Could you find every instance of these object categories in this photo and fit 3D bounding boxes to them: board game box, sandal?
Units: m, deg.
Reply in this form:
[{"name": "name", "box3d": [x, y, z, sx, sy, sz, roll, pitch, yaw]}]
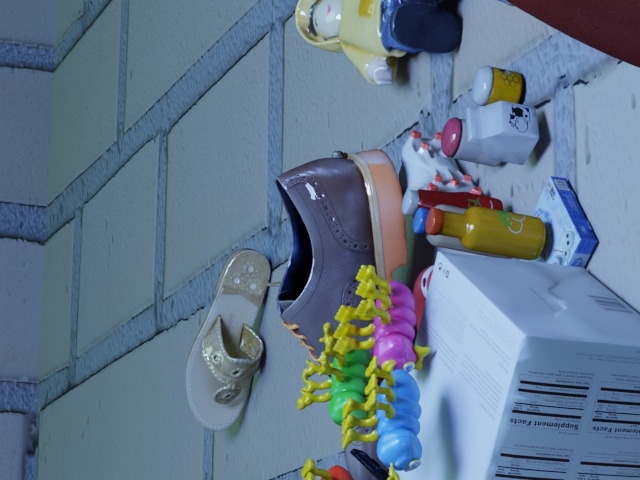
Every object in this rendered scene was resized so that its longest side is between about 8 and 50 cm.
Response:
[{"name": "board game box", "box3d": [0.210, 0.005, 1.722, 0.090, 0.020, 0.090, -108, 32, -47]}, {"name": "sandal", "box3d": [-0.111, 0.131, 2.421, 0.079, 0.088, 0.240, -150, 73, -74]}]

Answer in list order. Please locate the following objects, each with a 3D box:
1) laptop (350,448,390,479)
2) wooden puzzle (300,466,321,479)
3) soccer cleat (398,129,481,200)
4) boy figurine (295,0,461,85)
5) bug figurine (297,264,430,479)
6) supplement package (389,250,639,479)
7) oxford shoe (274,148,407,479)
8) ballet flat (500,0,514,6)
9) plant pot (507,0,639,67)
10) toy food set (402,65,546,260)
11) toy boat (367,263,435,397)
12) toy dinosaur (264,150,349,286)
[{"name": "laptop", "box3d": [0.108, 0.348, 1.722, 0.136, 0.264, 0.234, -46, 24, -4]}, {"name": "wooden puzzle", "box3d": [0.036, 0.355, 2.008, 0.238, 0.044, 0.221, -179, 83, -73]}, {"name": "soccer cleat", "box3d": [0.118, -0.040, 1.920, 0.196, 0.068, 0.076, -107, 25, -59]}, {"name": "boy figurine", "box3d": [0.061, -0.257, 2.091, 0.285, 0.092, 0.177, -168, 82, -66]}, {"name": "bug figurine", "box3d": [0.038, 0.150, 1.640, 0.279, 0.072, 0.216, 118, 158, -56]}, {"name": "supplement package", "box3d": [0.172, 0.141, 1.599, 0.194, 0.149, 0.203, -130, 50, -63]}, {"name": "oxford shoe", "box3d": [0.018, 0.092, 1.986, 0.130, 0.132, 0.364, -165, 68, -71]}, {"name": "ballet flat", "box3d": [0.172, -0.278, 1.877, 0.041, 0.041, 0.114, 121, 148, -48]}, {"name": "plant pot", "box3d": [0.268, -0.252, 1.348, 0.267, 0.235, 0.267, -174, 90, -69]}, {"name": "toy food set", "box3d": [0.134, -0.066, 1.785, 0.111, 0.104, 0.232, 117, 158, -48]}, {"name": "toy boat", "box3d": [0.100, 0.135, 1.785, 0.151, 0.151, 0.231, -175, 91, -69]}, {"name": "toy dinosaur", "box3d": [0.000, 0.000, 2.236, 0.112, 0.064, 0.211, -87, 21, -66]}]
